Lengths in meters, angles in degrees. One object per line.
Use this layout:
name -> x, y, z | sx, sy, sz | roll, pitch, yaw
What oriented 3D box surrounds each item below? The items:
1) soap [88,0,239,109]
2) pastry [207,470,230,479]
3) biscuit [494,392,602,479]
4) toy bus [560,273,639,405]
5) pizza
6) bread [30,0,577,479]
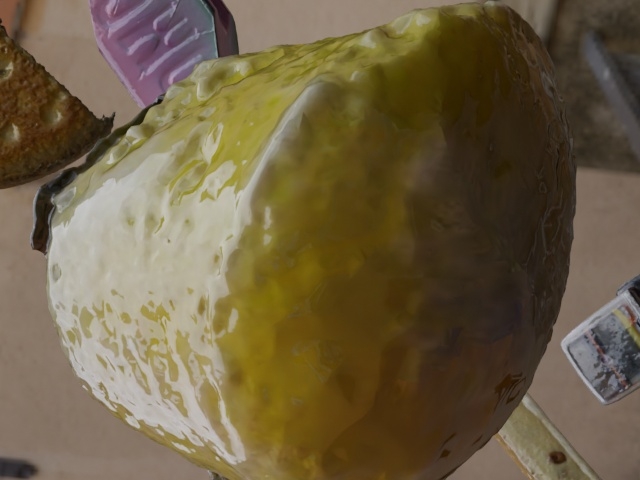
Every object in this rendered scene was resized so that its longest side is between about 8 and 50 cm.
soap -> -0.127, -0.170, 1.013 | 0.149, 0.100, 0.056 | 56, -165, -3
pastry -> -0.035, 0.120, 0.832 | 0.153, 0.081, 0.153 | 179, 90, -85
biscuit -> 0.233, 0.223, 1.289 | 0.188, 0.056, 0.052 | 50, 174, 40
toy bus -> 0.303, 0.089, 1.199 | 0.092, 0.106, 0.268 | 56, -160, 12
pizza -> -0.353, -0.146, 1.260 | 0.058, 0.292, 0.197 | 159, 108, -78
bread -> 0.003, 0.003, 0.492 | 0.197, 0.170, 0.197 | -14, -71, -48
